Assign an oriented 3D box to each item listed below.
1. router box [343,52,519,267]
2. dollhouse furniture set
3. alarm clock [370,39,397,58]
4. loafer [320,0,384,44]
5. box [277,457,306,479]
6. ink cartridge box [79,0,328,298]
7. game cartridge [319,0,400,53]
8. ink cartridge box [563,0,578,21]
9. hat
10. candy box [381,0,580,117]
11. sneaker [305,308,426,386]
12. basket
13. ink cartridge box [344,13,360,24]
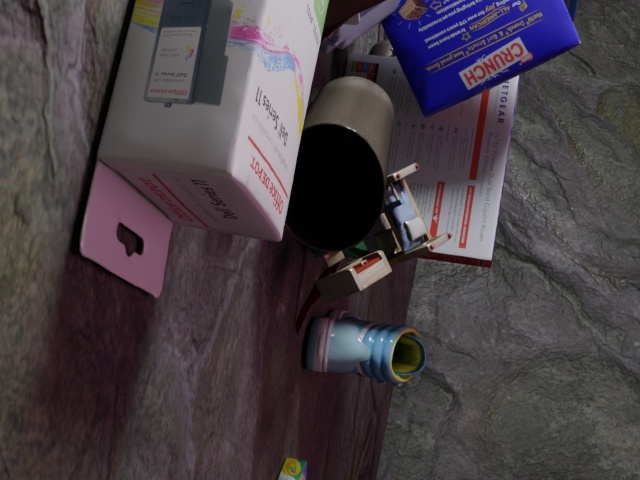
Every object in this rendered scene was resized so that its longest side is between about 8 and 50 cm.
[{"bbox_3d":[0.169,-0.139,1.624,0.082,0.301,0.335,49,51,-75],"label":"router box"},{"bbox_3d":[0.077,-0.013,1.392,0.184,0.129,0.129,-29,94,-47],"label":"dollhouse furniture set"},{"bbox_3d":[0.156,-0.355,1.883,0.192,0.129,0.064,160,-61,-71],"label":"alarm clock"},{"bbox_3d":[0.052,-0.320,1.011,0.366,0.130,0.134,-47,145,-2],"label":"loafer"},{"bbox_3d":[-0.064,0.462,1.577,0.179,0.043,0.105,-60,156,-57],"label":"box"},{"bbox_3d":[-0.087,-0.128,0.832,0.207,0.119,0.353,56,43,-73],"label":"ink cartridge box"},{"bbox_3d":[0.080,-0.417,1.311,0.196,0.060,0.294,-38,158,-32],"label":"game cartridge"},{"bbox_3d":[0.349,-0.617,1.935,0.285,0.395,0.166,71,32,-66],"label":"ink cartridge box"},{"bbox_3d":[0.000,0.000,1.553,0.183,0.173,0.208,-36,-166,41],"label":"hat"},{"bbox_3d":[0.223,-0.392,1.485,0.317,0.268,0.122,66,19,-3],"label":"candy box"},{"bbox_3d":[0.100,0.205,1.771,0.319,0.208,0.127,-6,103,-79],"label":"sneaker"},{"bbox_3d":[0.031,-0.129,1.352,0.227,0.154,0.204,-72,169,-54],"label":"basket"},{"bbox_3d":[0.002,-0.356,1.145,0.180,0.104,0.060,85,16,-50],"label":"ink cartridge box"}]
